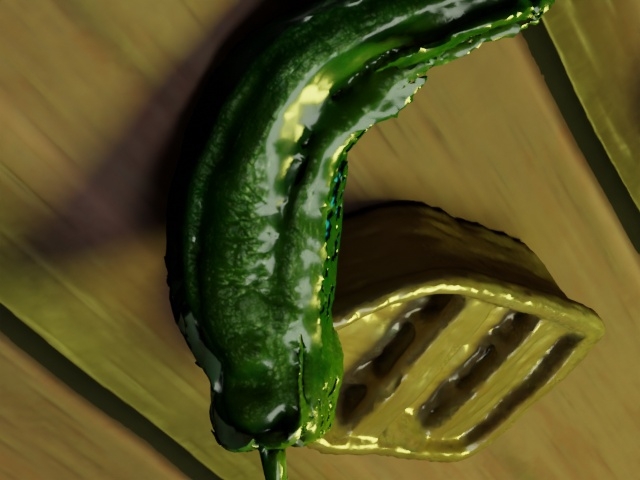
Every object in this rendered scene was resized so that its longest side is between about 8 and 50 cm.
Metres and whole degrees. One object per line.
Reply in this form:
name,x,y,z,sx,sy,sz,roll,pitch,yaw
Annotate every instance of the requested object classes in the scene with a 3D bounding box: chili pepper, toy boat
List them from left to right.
chili pepper,-0.001,0.000,0.768,0.065,0.122,0.279,-23,133,-64
toy boat,0.035,0.042,0.896,0.188,0.061,0.116,14,126,-48
